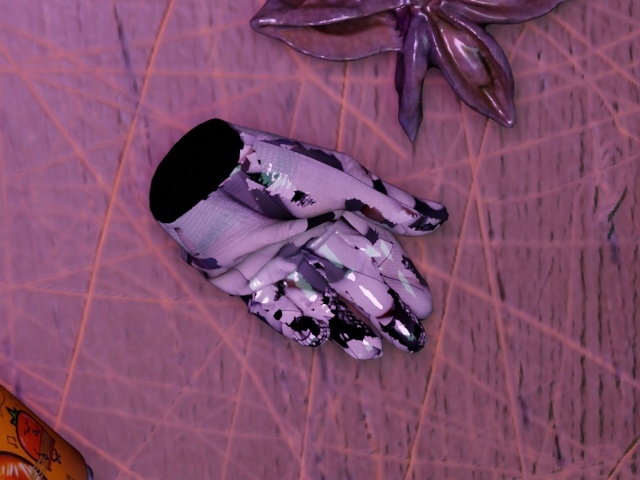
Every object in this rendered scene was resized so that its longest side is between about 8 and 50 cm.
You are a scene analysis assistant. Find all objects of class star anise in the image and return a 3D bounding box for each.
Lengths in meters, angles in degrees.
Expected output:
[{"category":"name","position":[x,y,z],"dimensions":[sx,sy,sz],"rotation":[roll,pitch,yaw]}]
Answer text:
[{"category":"star anise","position":[0.072,-0.176,1.214],"dimensions":[0.212,0.073,0.197],"rotation":[34,94,-18]}]

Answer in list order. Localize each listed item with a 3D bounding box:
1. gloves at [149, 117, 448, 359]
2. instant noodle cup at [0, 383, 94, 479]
[{"category":"gloves","position":[-0.006,-0.001,1.216],"dimensions":[0.212,0.111,0.128],"rotation":[33,86,-43]},{"category":"instant noodle cup","position":[-0.256,0.158,1.139],"dimensions":[0.172,0.216,0.216],"rotation":[38,90,-23]}]
